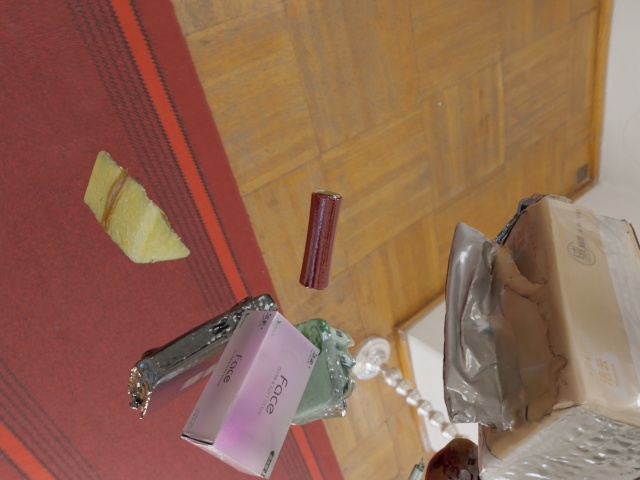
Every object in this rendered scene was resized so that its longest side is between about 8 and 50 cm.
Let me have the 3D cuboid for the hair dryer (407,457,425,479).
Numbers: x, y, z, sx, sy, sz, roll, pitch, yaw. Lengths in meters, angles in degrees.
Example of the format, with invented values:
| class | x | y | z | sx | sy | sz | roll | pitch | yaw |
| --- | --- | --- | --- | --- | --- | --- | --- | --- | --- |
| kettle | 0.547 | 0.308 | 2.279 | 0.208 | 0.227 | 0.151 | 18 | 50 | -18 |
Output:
| class | x | y | z | sx | sy | sz | roll | pitch | yaw |
| --- | --- | --- | --- | --- | --- | --- | --- | --- | --- |
| hair dryer | 0.149 | 0.431 | 0.846 | 0.063 | 0.038 | 0.125 | 22 | 99 | -4 |

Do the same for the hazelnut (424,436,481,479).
| class | x | y | z | sx | sy | sz | roll | pitch | yaw |
| --- | --- | --- | --- | --- | --- | --- | --- | --- | --- |
| hazelnut | 0.340 | 0.581 | 1.166 | 0.160 | 0.170 | 0.202 | 2 | 123 | -39 |

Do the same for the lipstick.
| class | x | y | z | sx | sy | sz | roll | pitch | yaw |
| --- | --- | --- | --- | --- | --- | --- | --- | --- | --- |
| lipstick | 0.000 | 0.000 | 1.187 | 0.080 | 0.080 | 0.242 | -3 | 108 | -37 |

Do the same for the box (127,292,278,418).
| class | x | y | z | sx | sy | sz | roll | pitch | yaw |
| --- | --- | --- | --- | --- | --- | --- | --- | --- | --- |
| box | -0.283 | 0.271 | 1.161 | 0.350 | 0.091 | 0.359 | -28 | 166 | -35 |

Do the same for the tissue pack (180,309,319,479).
| class | x | y | z | sx | sy | sz | roll | pitch | yaw |
| --- | --- | --- | --- | --- | --- | --- | --- | --- | --- |
| tissue pack | -0.116 | 0.262 | 0.856 | 0.148 | 0.092 | 0.247 | 48 | 53 | -34 |

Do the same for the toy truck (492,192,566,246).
| class | x | y | z | sx | sy | sz | roll | pitch | yaw |
| --- | --- | --- | --- | --- | --- | --- | --- | --- | --- |
| toy truck | 0.407 | -0.015 | 0.931 | 0.192 | 0.083 | 0.092 | -41 | 127 | -29 |

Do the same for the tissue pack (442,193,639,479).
| class | x | y | z | sx | sy | sz | roll | pitch | yaw |
| --- | --- | --- | --- | --- | --- | --- | --- | --- | --- |
| tissue pack | 0.255 | 0.114 | 0.593 | 0.239 | 0.238 | 0.306 | 61 | 31 | -37 |

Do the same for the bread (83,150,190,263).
| class | x | y | z | sx | sy | sz | roll | pitch | yaw |
| --- | --- | --- | --- | --- | --- | --- | --- | --- | --- |
| bread | -0.396 | -0.065 | 1.025 | 0.141 | 0.266 | 0.178 | -34 | 142 | -27 |

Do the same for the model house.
| class | x | y | z | sx | sy | sz | roll | pitch | yaw |
| --- | --- | --- | --- | --- | --- | --- | --- | --- | --- |
| model house | 0.047 | 0.405 | 1.468 | 0.194 | 0.267 | 0.324 | -31 | 142 | 26 |
